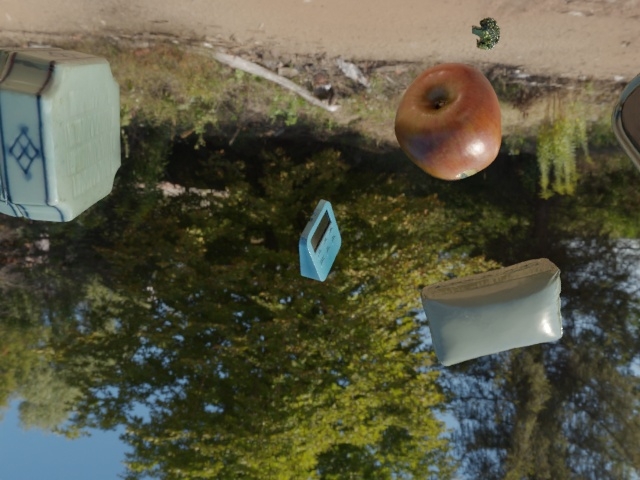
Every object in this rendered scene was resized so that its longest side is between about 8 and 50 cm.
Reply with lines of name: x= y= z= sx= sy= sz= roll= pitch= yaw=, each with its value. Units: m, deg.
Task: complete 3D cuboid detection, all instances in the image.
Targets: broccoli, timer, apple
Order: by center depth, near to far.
apple: x=0.296 y=-0.254 z=1.032 sx=0.242 sy=0.242 sz=0.241 roll=2 pitch=164 yaw=37
broccoli: x=0.472 y=-0.594 z=1.330 sx=0.092 sy=0.095 sz=0.097 roll=26 pitch=-141 yaw=21
timer: x=0.000 y=0.000 z=1.747 sx=0.091 sy=0.232 sz=0.250 roll=15 pitch=144 yaw=17

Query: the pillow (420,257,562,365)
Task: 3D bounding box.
pillow: x=0.426 y=0.183 z=1.144 sx=0.322 sy=0.255 sz=0.120 roll=-15 pitch=-150 yaw=8

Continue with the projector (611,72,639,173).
projector: x=0.603 y=-0.156 z=0.609 sx=0.249 sy=0.248 sz=0.248 roll=2 pitch=146 yaw=-26

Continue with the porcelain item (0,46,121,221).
porcelain item: x=-0.489 y=-0.196 z=0.834 sx=0.157 sy=0.281 sz=0.286 roll=9 pitch=-155 yaw=-4
